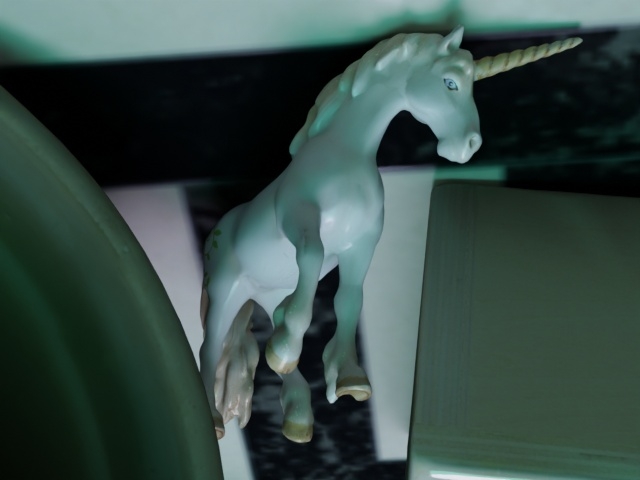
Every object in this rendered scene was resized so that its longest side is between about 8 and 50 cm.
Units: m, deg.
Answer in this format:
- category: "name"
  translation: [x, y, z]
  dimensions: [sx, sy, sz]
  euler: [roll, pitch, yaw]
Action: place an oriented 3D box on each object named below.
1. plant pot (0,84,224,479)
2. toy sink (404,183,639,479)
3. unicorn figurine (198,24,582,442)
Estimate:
- category: "plant pot"
  translation: [-0.230, 0.111, 0.432]
  dimensions: [0.323, 0.323, 0.280]
  euler: [24, 148, -20]
- category: "toy sink"
  translation: [0.146, 0.080, 0.475]
  dimensions: [0.234, 0.131, 0.153]
  euler: [5, 136, 5]
- category: "unicorn figurine"
  translation: [0.000, 0.000, 0.432]
  dimensions: [0.060, 0.111, 0.162]
  euler: [26, 146, -35]
